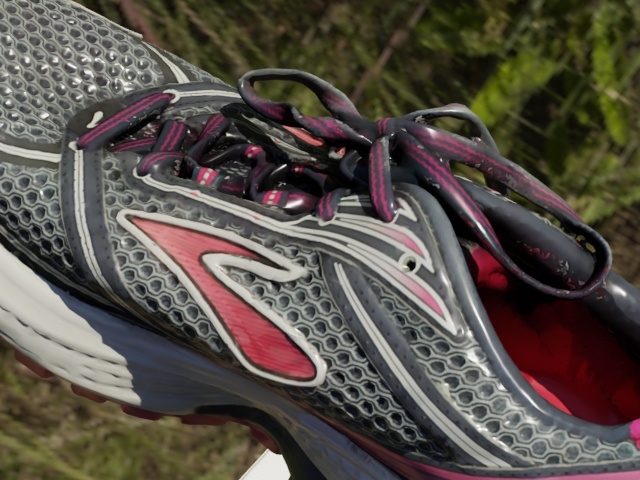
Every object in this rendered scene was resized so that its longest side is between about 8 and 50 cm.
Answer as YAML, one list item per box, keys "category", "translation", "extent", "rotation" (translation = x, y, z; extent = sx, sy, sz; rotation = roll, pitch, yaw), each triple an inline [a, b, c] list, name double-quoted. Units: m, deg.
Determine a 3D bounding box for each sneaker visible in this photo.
- category: "sneaker"
  translation: [0.000, 0.000, 0.502]
  extent: [0.299, 0.121, 0.112]
  rotation: [33, 134, 13]

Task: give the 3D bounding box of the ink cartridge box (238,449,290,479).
- category: "ink cartridge box"
  translation: [-0.007, 0.162, 0.807]
  extent: [0.092, 0.143, 0.090]
  rotation: [37, 71, 18]
